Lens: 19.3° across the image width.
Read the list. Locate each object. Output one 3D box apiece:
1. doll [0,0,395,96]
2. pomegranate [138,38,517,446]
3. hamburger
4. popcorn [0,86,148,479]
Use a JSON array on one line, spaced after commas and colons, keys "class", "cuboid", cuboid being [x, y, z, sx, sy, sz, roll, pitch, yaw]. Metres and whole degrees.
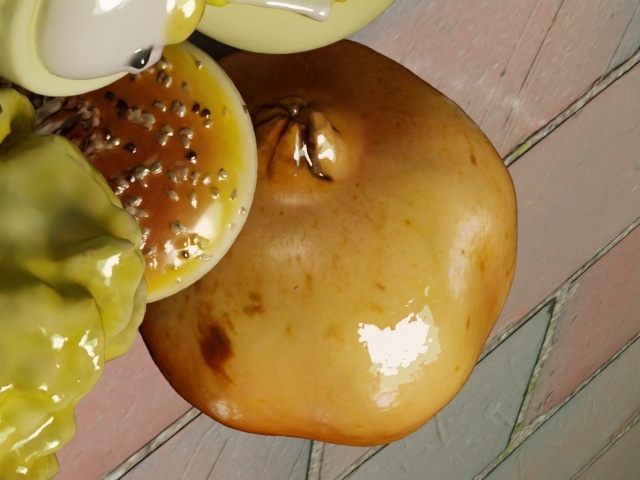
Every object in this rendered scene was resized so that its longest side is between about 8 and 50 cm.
[{"class": "doll", "cuboid": [-0.035, -0.122, 0.742, 0.296, 0.117, 0.141, -37, 160, -46]}, {"class": "pomegranate", "cuboid": [0.000, 0.001, 0.933, 0.209, 0.209, 0.209, -40, 158, -20]}, {"class": "hamburger", "cuboid": [-0.098, -0.033, 0.804, 0.081, 0.141, 0.126, 46, 55, -87]}, {"class": "popcorn", "cuboid": [-0.150, 0.039, 0.684, 0.195, 0.168, 0.173, -84, 176, -55]}]
